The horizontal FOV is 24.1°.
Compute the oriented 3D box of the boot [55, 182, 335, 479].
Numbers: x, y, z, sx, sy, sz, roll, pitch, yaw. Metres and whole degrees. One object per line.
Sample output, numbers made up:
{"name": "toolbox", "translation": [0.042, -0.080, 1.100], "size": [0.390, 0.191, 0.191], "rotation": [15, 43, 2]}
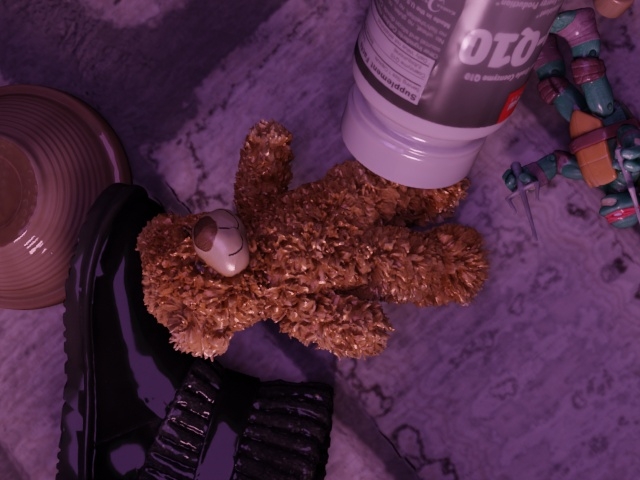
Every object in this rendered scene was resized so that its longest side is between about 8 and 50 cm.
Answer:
{"name": "boot", "translation": [-0.110, 0.124, 1.474], "size": [0.260, 0.131, 0.348], "rotation": [5, 93, 14]}

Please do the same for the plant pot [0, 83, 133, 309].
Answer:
{"name": "plant pot", "translation": [-0.320, -0.047, 1.537], "size": [0.237, 0.110, 0.237], "rotation": [-1, 87, 13]}

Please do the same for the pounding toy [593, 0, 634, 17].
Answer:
{"name": "pounding toy", "translation": [0.359, -0.217, 1.360], "size": [0.206, 0.094, 0.181], "rotation": [7, 76, -5]}

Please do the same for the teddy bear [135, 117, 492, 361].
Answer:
{"name": "teddy bear", "translation": [0.000, 0.000, 1.411], "size": [0.338, 0.113, 0.245], "rotation": [6, 73, -12]}

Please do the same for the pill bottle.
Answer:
{"name": "pill bottle", "translation": [0.122, -0.194, 1.357], "size": [0.161, 0.161, 0.283], "rotation": [30, 132, 12]}

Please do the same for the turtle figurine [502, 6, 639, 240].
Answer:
{"name": "turtle figurine", "translation": [0.249, -0.091, 1.409], "size": [0.175, 0.118, 0.234], "rotation": [-26, 78, 48]}
